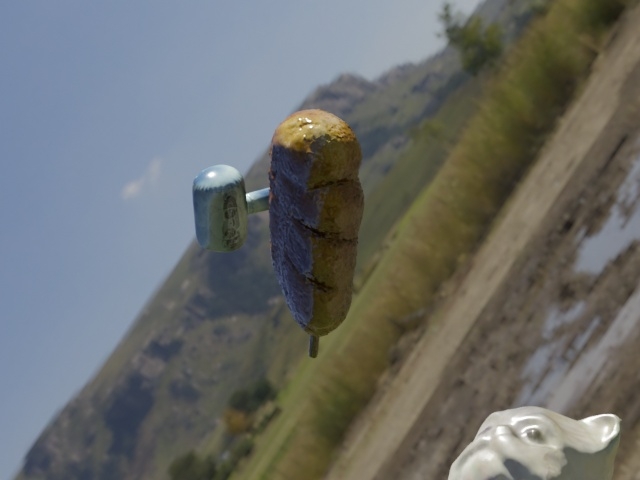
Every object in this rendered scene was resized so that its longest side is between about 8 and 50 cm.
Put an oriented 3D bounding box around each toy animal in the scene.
[{"bbox_3d":[0.229,0.238,1.017,0.308,0.266,0.188,-16,25,42],"label":"toy animal"}]

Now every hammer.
[{"bbox_3d":[-0.070,-0.055,1.776,0.194,0.069,0.116,-14,-52,-17],"label":"hammer"}]

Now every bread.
[{"bbox_3d":[-0.002,0.001,1.544,0.084,0.124,0.344,-18,-46,-20],"label":"bread"}]
